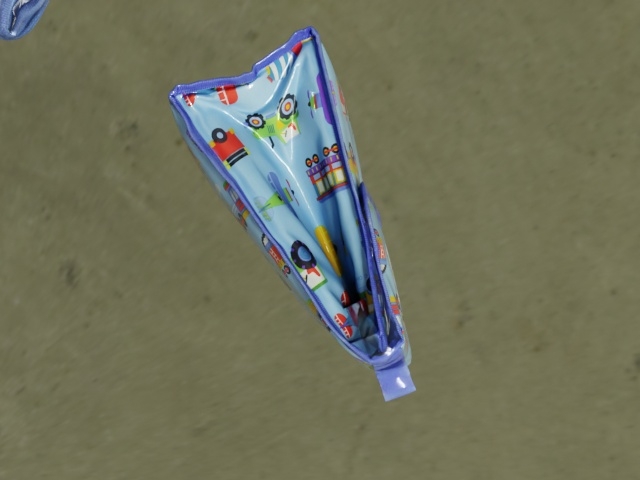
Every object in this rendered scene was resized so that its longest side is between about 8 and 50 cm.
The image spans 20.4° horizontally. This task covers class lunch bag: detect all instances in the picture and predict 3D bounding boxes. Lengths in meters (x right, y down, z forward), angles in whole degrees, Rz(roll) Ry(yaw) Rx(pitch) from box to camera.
[{"bbox_3d":[0.000,0.000,1.490,0.138,0.221,0.293,-25,83,-1],"label":"lunch bag"}]

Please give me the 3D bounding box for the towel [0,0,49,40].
[{"bbox_3d":[-0.148,-0.271,0.939,0.040,0.336,0.243,14,114,-27],"label":"towel"}]
